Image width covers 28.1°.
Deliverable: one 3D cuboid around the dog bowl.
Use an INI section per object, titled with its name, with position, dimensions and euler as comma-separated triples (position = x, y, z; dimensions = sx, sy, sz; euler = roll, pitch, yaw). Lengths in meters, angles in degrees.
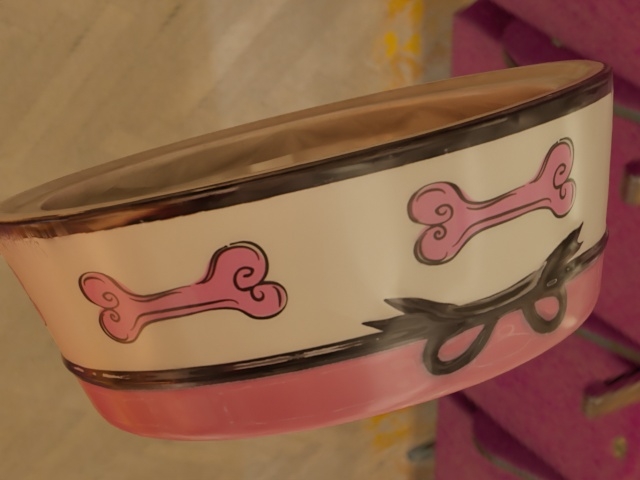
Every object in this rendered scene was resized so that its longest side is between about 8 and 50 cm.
[dog bowl]
position = 0.000, 0.000, 0.835
dimensions = 0.408, 0.408, 0.150
euler = -17, 100, -16
